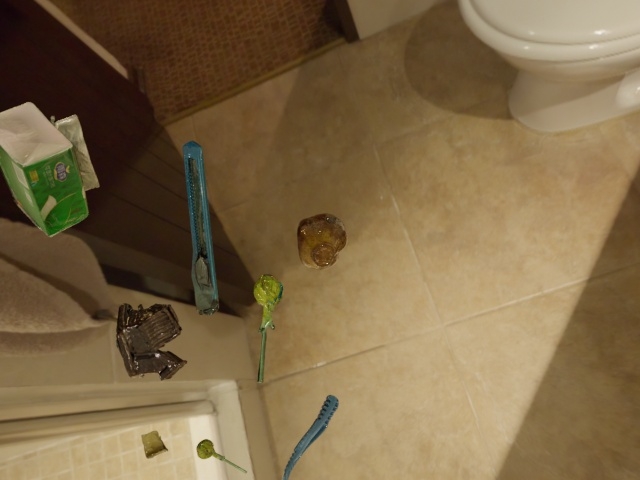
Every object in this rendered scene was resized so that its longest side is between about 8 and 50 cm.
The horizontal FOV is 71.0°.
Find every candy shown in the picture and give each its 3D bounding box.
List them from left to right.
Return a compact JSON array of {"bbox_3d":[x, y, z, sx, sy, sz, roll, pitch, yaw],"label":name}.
[{"bbox_3d":[-0.334,0.742,1.527,0.193,0.058,0.062,28,84,2],"label":"candy"},{"bbox_3d":[-0.132,0.207,1.084,0.073,0.077,0.262,-30,50,49],"label":"candy"}]

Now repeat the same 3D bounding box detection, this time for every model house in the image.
[{"bbox_3d":[-0.418,0.254,1.139,0.164,0.141,0.203,-13,105,0],"label":"model house"}]

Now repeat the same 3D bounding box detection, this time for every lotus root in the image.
[{"bbox_3d":[0.009,0.002,1.547,0.193,0.291,0.193,1,105,3],"label":"lotus root"}]

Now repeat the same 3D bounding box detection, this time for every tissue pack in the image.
[{"bbox_3d":[-0.538,-0.148,0.900,0.148,0.209,0.156,39,53,14],"label":"tissue pack"}]

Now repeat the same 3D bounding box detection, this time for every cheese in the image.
[{"bbox_3d":[-0.481,0.590,1.294,0.060,0.041,0.084,-19,47,-28],"label":"cheese"}]

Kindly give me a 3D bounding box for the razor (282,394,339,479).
[{"bbox_3d":[-0.025,0.419,0.916,0.042,0.082,0.253,25,41,15],"label":"razor"}]

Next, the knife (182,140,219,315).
[{"bbox_3d":[-0.185,-0.004,0.684,0.044,0.026,0.297,13,118,24],"label":"knife"}]
